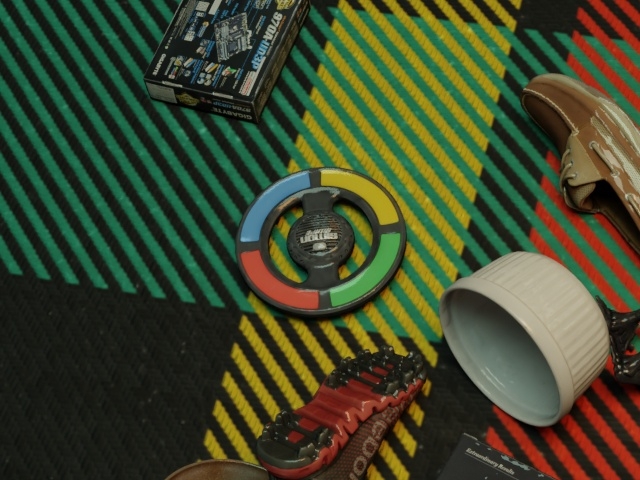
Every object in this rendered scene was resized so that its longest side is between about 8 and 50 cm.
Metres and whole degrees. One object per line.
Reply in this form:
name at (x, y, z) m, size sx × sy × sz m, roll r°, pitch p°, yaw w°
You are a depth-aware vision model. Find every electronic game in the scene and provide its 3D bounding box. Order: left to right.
electronic game at (0.000, 0.000, 2.101) m, size 0.229 × 0.048 × 0.229 m, roll -4°, pitch 59°, yaw 6°

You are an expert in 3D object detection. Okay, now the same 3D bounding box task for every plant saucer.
plant saucer at (-0.105, 0.341, 1.879) m, size 0.198 × 0.036 × 0.198 m, roll 9°, pitch 37°, yaw -7°

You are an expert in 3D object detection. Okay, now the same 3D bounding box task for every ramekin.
ramekin at (0.251, 0.110, 1.907) m, size 0.109 × 0.207 × 0.207 m, roll -36°, pitch 60°, yaw -23°

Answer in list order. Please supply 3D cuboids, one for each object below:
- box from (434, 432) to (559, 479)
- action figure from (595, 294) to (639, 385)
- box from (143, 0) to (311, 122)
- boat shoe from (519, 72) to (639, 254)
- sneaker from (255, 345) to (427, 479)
box at (0.184, 0.353, 1.821) m, size 0.153 × 0.108 × 0.207 m, roll 26°, pitch 66°, yaw 22°
action figure at (0.472, 0.082, 1.888) m, size 0.275 × 0.141 × 0.164 m, roll -19°, pitch 42°, yaw 18°
box at (-0.133, -0.286, 2.294) m, size 0.175 × 0.051 × 0.220 m, roll 14°, pitch 62°, yaw 17°
boat shoe at (0.364, -0.096, 2.062) m, size 0.116 × 0.123 × 0.324 m, roll -38°, pitch 59°, yaw -11°
sneaker at (0.030, 0.233, 1.928) m, size 0.097 × 0.135 × 0.276 m, roll 22°, pitch 41°, yaw 34°
